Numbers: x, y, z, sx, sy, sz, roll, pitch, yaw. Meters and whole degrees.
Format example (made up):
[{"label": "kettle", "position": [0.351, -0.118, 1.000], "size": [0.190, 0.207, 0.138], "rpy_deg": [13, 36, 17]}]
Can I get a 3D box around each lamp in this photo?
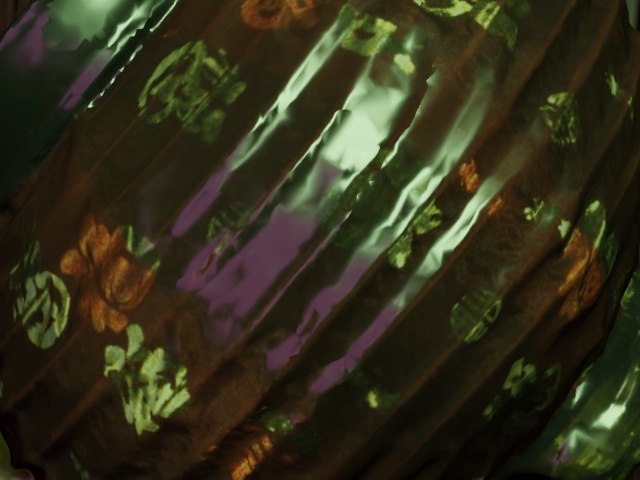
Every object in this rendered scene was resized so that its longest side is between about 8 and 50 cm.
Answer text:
[{"label": "lamp", "position": [0.000, 0.000, 0.561], "size": [0.247, 0.247, 0.247], "rpy_deg": [-3, 83, 24]}]

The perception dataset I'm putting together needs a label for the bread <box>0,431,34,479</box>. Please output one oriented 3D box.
[{"label": "bread", "position": [-0.125, 0.057, 0.683], "size": [0.087, 0.098, 0.269], "rpy_deg": [-3, 82, -15]}]
